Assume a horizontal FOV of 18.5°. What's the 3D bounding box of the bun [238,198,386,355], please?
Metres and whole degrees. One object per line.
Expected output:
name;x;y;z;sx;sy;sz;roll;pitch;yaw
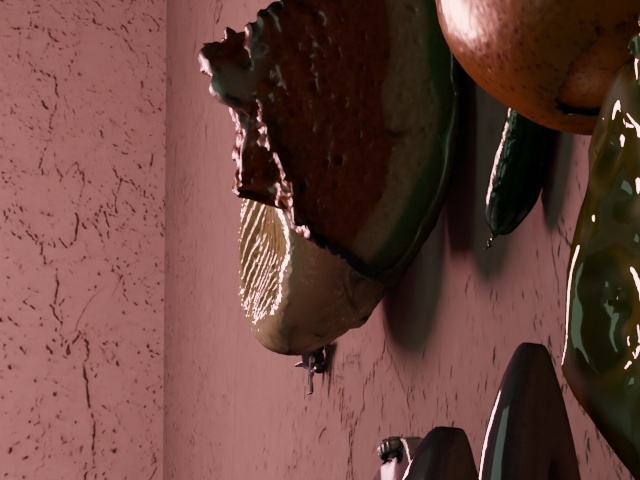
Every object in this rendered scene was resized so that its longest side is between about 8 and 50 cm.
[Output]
bun;0.000;0.000;1.791;0.231;0.133;0.231;-179;90;-76

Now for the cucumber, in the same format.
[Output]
cucumber;0.141;-0.067;1.350;0.039;0.039;0.168;-112;29;-64

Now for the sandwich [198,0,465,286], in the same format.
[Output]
sandwich;0.020;-0.101;1.589;0.109;0.212;0.292;63;-166;-83

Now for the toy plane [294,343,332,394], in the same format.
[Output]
toy plane;-0.008;0.120;2.071;0.083;0.031;0.078;114;155;-63

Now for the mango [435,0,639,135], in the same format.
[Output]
mango;0.160;-0.166;1.008;0.290;0.160;0.191;124;154;-52

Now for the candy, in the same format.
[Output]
candy;0.194;0.002;0.869;0.260;0.118;0.259;179;90;-74

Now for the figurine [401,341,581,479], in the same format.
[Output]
figurine;0.103;0.236;0.967;0.361;0.266;0.377;-164;81;-70

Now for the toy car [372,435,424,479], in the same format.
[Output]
toy car;0.064;0.234;1.631;0.205;0.056;0.095;115;155;-54
